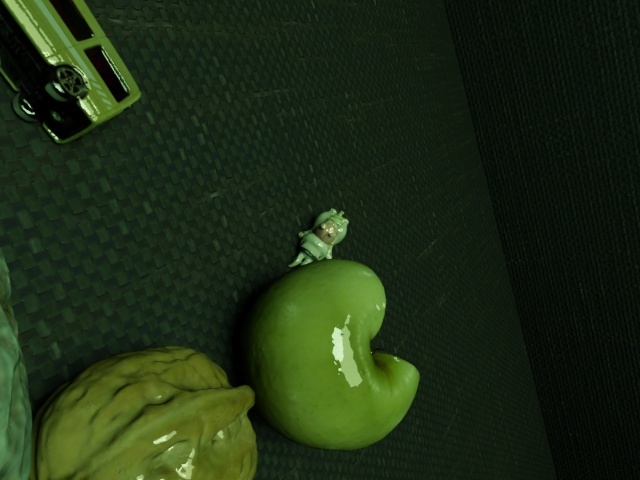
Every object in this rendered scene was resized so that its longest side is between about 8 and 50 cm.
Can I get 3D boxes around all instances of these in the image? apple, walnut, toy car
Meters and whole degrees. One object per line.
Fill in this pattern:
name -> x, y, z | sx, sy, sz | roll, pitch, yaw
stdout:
apple -> -0.006, 0.191, 0.697 | 0.233, 0.257, 0.295 | -29, 102, -49
walnut -> -0.184, 0.232, 0.497 | 0.257, 0.257, 0.224 | -9, 58, -52
toy car -> -0.330, -0.248, 0.502 | 0.257, 0.101, 0.124 | 62, 36, -25

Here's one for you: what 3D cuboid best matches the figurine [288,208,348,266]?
figurine -> -0.007, -0.007, 0.876 | 0.146, 0.081, 0.098 | -47, 155, -45

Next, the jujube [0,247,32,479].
jujube -> -0.324, 0.098, 0.289 | 0.226, 0.226, 0.317 | 10, 43, -51
